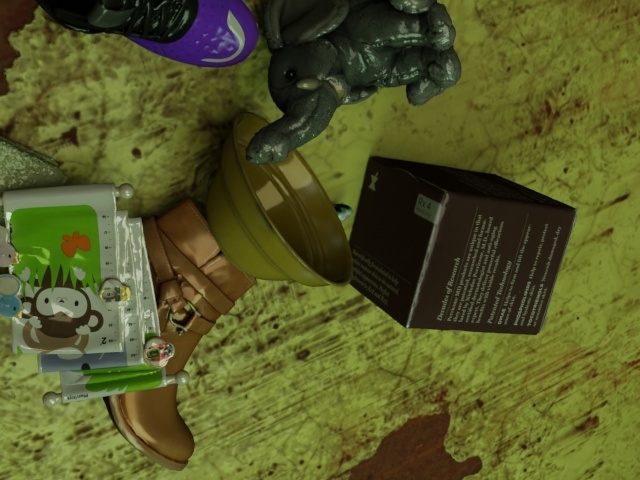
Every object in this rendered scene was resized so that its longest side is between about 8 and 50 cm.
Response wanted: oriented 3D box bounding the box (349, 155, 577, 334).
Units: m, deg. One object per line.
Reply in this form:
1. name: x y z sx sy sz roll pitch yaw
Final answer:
1. box: 0.166 0.006 1.062 0.203 0.168 0.167 5 107 -28

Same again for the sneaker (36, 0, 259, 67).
1. sneaker: -0.185 -0.224 0.798 0.293 0.146 0.102 25 117 -29

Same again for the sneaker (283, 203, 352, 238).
1. sneaker: 0.000 0.000 1.056 0.098 0.038 0.069 -24 120 -7

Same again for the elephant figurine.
1. elephant figurine: 0.011 -0.194 0.912 0.240 0.186 0.169 -21 96 0

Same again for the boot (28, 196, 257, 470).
1. boot: -0.164 0.107 0.980 0.220 0.109 0.283 -37 111 -11

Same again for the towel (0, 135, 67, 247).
1. towel: -0.340 -0.057 0.865 0.148 0.027 0.110 27 94 -32

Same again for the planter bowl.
1. planter bowl: -0.060 -0.024 0.944 0.090 0.217 0.217 -32 124 18

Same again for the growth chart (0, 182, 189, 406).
1. growth chart: -0.244 0.054 0.877 0.172 0.021 0.237 -14 98 -8
